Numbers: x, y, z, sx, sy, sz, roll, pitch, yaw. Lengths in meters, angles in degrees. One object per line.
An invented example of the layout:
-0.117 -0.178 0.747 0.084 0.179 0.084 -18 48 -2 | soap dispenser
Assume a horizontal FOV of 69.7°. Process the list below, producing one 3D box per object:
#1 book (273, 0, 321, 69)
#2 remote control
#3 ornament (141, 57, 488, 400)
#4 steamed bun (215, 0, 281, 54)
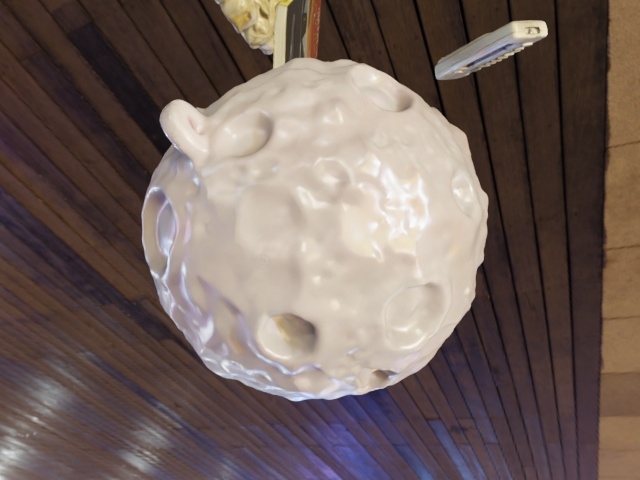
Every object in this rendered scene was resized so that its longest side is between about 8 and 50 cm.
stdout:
-0.040 -0.337 0.862 0.028 0.373 0.262 8 128 4 | book
0.319 -0.371 0.897 0.090 0.049 0.230 -12 -175 -24 | remote control
0.000 0.000 0.471 0.338 0.336 0.336 6 136 6 | ornament
-0.180 -0.623 1.156 0.137 0.292 0.295 -34 119 18 | steamed bun
